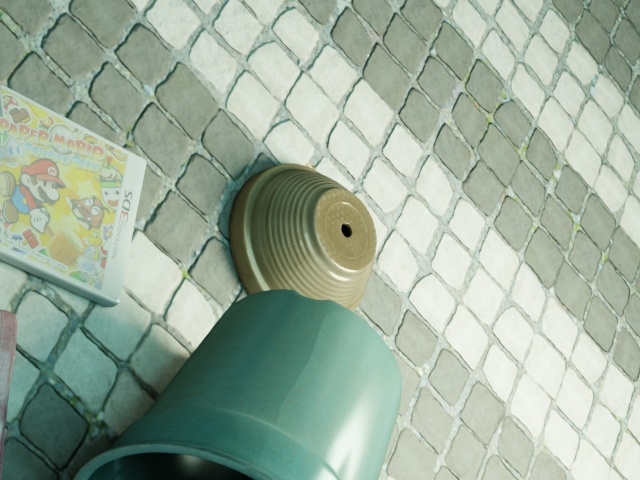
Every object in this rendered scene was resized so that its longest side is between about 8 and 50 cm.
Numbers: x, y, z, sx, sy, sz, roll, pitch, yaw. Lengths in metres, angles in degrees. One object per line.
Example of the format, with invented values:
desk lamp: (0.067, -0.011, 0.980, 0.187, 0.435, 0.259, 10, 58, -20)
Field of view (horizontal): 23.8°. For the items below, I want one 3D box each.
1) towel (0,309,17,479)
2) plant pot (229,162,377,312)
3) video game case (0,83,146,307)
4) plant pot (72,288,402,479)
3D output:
towel: (-0.473, 0.151, 1.602, 0.329, 0.037, 0.237, 19, 62, -39)
plant pot: (0.000, 0.000, 2.070, 0.237, 0.110, 0.237, 18, 63, -40)
video game case: (-0.320, -0.053, 1.834, 0.227, 0.026, 0.206, 28, 57, -35)
plant pot: (-0.068, 0.253, 1.772, 0.341, 0.341, 0.334, 51, 39, -18)
